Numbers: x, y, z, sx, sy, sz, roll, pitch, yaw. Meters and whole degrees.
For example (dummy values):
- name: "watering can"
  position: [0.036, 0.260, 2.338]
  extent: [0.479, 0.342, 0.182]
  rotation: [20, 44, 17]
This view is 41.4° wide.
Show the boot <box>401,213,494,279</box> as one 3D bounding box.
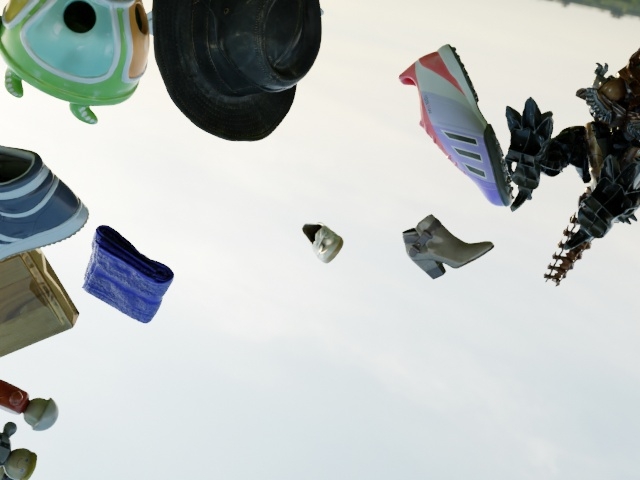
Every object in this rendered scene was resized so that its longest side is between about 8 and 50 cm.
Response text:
- name: "boot"
  position: [0.178, 0.000, 1.218]
  extent: [0.118, 0.087, 0.042]
  rotation: [-29, -176, 19]

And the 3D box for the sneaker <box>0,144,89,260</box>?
- name: "sneaker"
  position: [-0.490, -0.037, 1.198]
  extent: [0.282, 0.153, 0.099]
  rotation: [-21, -132, 2]

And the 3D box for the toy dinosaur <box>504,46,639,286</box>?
- name: "toy dinosaur"
  position: [0.323, -0.084, 0.915]
  extent: [0.164, 0.322, 0.218]
  rotation: [16, -156, 42]

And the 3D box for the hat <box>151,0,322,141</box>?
- name: "hat"
  position: [-0.079, -0.300, 1.133]
  extent: [0.134, 0.331, 0.331]
  rotation: [-4, -173, 37]

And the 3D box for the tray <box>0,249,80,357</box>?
- name: "tray"
  position: [-0.728, 0.158, 1.725]
  extent: [0.411, 0.203, 0.076]
  rotation: [-23, -158, 5]

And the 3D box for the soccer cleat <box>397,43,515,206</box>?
- name: "soccer cleat"
  position: [0.238, -0.187, 1.472]
  extent: [0.116, 0.318, 0.108]
  rotation: [-24, 161, 13]

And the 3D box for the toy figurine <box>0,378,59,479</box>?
- name: "toy figurine"
  position: [-0.530, 0.348, 1.362]
  extent: [0.148, 0.213, 0.209]
  rotation: [32, -165, -20]

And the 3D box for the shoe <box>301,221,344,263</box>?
- name: "shoe"
  position: [0.000, 0.000, 2.015]
  extent: [0.058, 0.076, 0.219]
  rotation: [33, -176, -17]

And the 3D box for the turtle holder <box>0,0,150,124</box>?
- name: "turtle holder"
  position: [-0.448, -0.388, 1.490]
  extent: [0.320, 0.227, 0.243]
  rotation: [40, -141, 6]

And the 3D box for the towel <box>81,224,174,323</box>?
- name: "towel"
  position: [-0.507, 0.102, 2.180]
  extent: [0.227, 0.308, 0.076]
  rotation: [35, -123, -1]

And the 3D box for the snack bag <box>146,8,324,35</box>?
- name: "snack bag"
  position: [-0.186, -0.515, 1.937]
  extent: [0.323, 0.037, 0.342]
  rotation: [-24, 163, 24]
